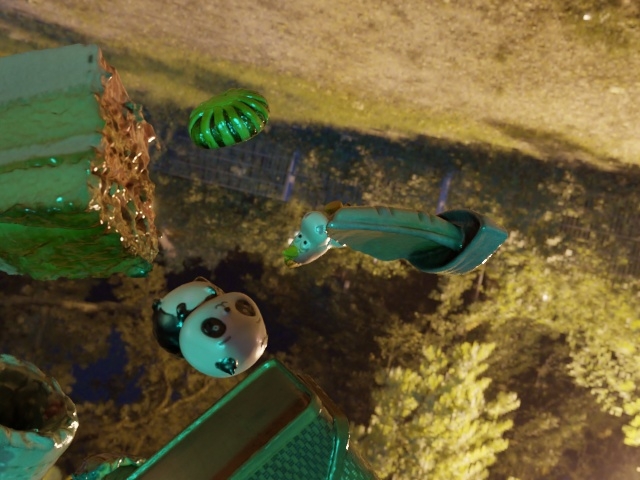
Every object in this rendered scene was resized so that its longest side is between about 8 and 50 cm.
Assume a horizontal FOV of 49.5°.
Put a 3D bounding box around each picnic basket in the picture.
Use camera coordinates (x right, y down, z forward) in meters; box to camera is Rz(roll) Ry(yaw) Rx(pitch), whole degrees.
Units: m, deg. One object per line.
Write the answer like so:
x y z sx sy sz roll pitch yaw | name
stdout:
-0.080 0.265 0.733 0.139 0.266 0.165 55 166 -19 | picnic basket

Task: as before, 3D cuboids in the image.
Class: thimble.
-0.445 0.253 0.914 0.185 0.149 0.211 42 -170 18 | thimble

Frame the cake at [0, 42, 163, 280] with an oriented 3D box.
-0.438 -0.115 1.136 0.293 0.307 0.314 -6 157 -1 | cake

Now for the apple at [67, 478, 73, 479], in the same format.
-0.507 0.691 1.468 0.374 0.375 0.384 12 158 -19 | apple

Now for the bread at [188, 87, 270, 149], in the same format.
-0.150 -0.202 1.130 0.139 0.071 0.130 -18 -145 -2 | bread

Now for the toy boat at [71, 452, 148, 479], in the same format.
-0.300 0.414 1.163 0.099 0.108 0.293 32 177 40 | toy boat

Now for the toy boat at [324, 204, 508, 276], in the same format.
0.148 -0.009 1.206 0.293 0.111 0.276 9 167 -3 | toy boat

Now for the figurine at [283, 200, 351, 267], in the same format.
0.001 -0.004 1.364 0.178 0.130 0.109 -23 -116 -40 | figurine

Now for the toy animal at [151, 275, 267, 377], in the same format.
-0.223 0.185 1.444 0.235 0.165 0.187 17 -144 42 | toy animal
